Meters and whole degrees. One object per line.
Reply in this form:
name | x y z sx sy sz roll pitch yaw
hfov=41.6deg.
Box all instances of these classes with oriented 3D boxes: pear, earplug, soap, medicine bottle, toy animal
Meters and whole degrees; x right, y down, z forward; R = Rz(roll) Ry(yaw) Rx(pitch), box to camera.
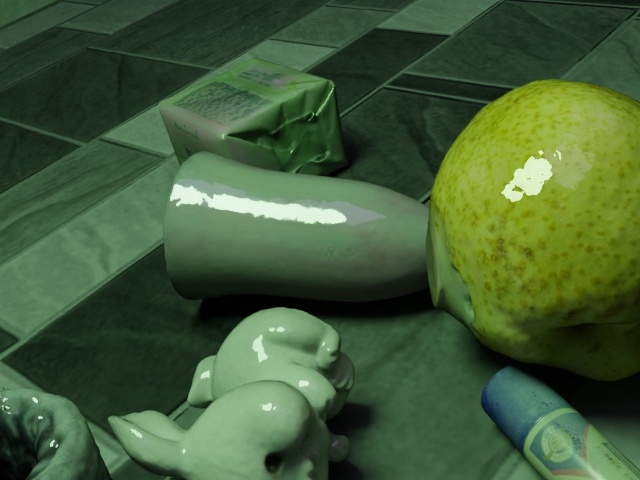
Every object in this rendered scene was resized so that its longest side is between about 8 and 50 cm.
pear | 0.221 -0.007 0.748 0.271 0.271 0.271 -10 33 7
earplug | 0.000 0.000 0.924 0.301 0.172 0.172 7 38 18
soap | -0.093 -0.150 1.179 0.182 0.139 0.199 -30 36 -25
medicine bottle | 0.209 0.182 0.646 0.059 0.059 0.231 -24 35 -14
toy animal | -0.063 0.154 0.729 0.178 0.128 0.193 3 38 27

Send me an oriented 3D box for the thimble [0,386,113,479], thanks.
thimble | -0.278 0.240 0.657 0.245 0.157 0.217 -20 31 -11
